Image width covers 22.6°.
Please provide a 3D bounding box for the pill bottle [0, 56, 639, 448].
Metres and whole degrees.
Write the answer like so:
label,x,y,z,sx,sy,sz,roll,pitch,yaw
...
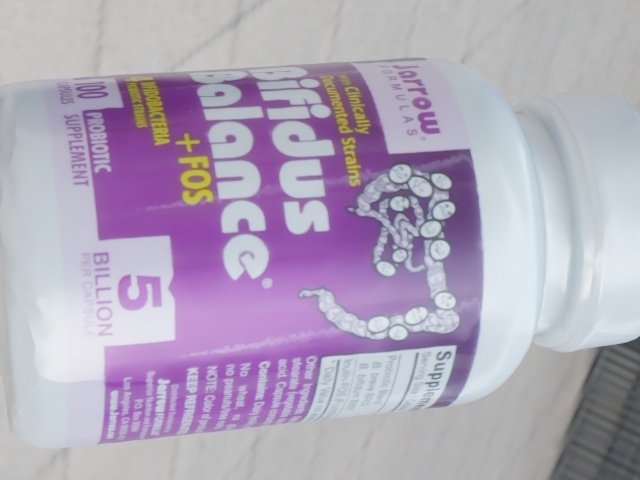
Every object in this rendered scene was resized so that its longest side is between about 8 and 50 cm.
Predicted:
label,x,y,z,sx,sy,sz,roll,pitch,yaw
pill bottle,0.000,0.000,0.751,0.169,0.301,0.169,175,-90,-76
